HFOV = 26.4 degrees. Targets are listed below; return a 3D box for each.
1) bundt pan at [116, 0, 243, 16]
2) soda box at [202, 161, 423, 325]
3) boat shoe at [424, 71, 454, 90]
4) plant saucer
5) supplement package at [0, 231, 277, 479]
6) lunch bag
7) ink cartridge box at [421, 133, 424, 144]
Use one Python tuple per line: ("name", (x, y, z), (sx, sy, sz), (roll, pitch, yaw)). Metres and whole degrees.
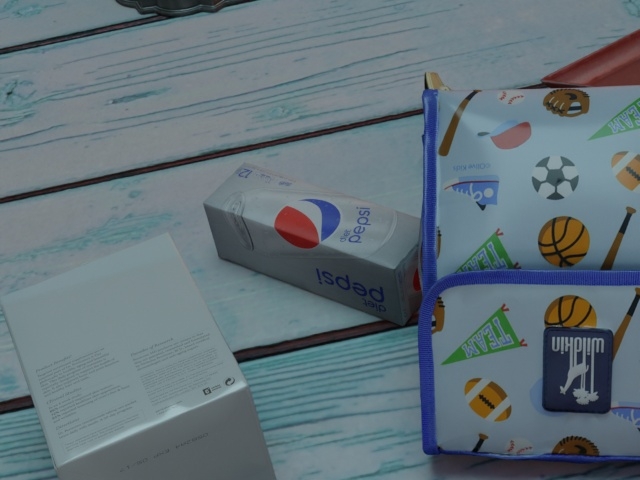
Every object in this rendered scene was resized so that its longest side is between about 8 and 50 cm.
("bundt pan", (-0.210, -0.512, 2.265), (0.330, 0.124, 0.331), (-6, 42, 6))
("soda box", (0.000, 0.000, 1.654), (0.286, 0.098, 0.091), (20, 50, 30))
("boat shoe", (0.172, -0.180, 1.859), (0.045, 0.050, 0.135), (-10, 51, -4))
("plant saucer", (0.455, -0.237, 1.779), (0.259, 0.048, 0.258), (-26, 15, -11))
("supplement package", (-0.189, 0.169, 1.427), (0.199, 0.198, 0.263), (-22, 42, -11))
("lunch bag", (0.265, 0.039, 1.428), (0.327, 0.239, 0.386), (0, 72, 9))
("ink cartridge box", (0.246, -0.124, 1.776), (0.207, 0.046, 0.097), (-17, 42, -6))
